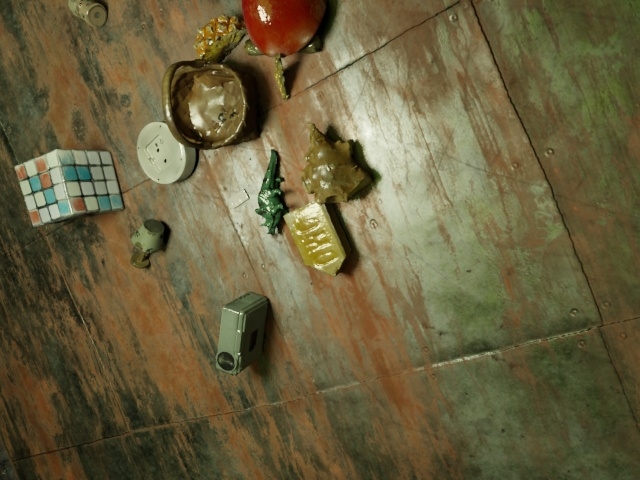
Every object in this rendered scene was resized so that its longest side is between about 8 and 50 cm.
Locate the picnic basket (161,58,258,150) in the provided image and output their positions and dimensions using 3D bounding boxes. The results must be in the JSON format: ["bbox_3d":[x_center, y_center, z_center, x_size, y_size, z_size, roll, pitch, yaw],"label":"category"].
[{"bbox_3d":[-0.397,-0.443,1.499,0.338,0.337,0.292,2,101,23],"label":"picnic basket"}]

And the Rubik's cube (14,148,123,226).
[{"bbox_3d":[-0.992,-0.213,1.833,0.254,0.256,0.258,-9,97,25],"label":"Rubik's cube"}]

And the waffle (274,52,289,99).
[{"bbox_3d":[-0.123,-0.521,1.464,0.024,0.153,0.097,-21,88,-8],"label":"waffle"}]

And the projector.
[{"bbox_3d":[-0.280,0.337,1.667,0.099,0.192,0.256,15,105,21],"label":"projector"}]

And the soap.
[{"bbox_3d":[0.000,0.000,1.542,0.160,0.080,0.257,-25,89,26],"label":"soap"}]

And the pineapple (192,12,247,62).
[{"bbox_3d":[-0.355,-0.672,1.535,0.233,0.135,0.079,-31,86,27],"label":"pineapple"}]

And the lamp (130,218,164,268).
[{"bbox_3d":[-0.695,0.018,1.828,0.121,0.121,0.214,44,123,10],"label":"lamp"}]

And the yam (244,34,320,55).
[{"bbox_3d":[-0.125,-0.631,1.485,0.253,0.061,0.061,6,103,21],"label":"yam"}]

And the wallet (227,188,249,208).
[{"bbox_3d":[-0.300,-0.152,1.680,0.083,0.011,0.044,-29,88,25],"label":"wallet"}]

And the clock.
[{"bbox_3d":[-0.577,-0.329,1.720,0.231,0.083,0.230,8,108,25],"label":"clock"}]

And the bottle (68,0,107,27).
[{"bbox_3d":[-0.900,-0.888,1.752,0.152,0.099,0.098,36,112,17],"label":"bottle"}]

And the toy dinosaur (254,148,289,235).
[{"bbox_3d":[-0.157,-0.161,1.582,0.120,0.079,0.291,16,103,18],"label":"toy dinosaur"}]

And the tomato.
[{"bbox_3d":[-0.143,-0.727,1.382,0.309,0.170,0.308,-5,78,22],"label":"tomato"}]

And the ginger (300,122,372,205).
[{"bbox_3d":[0.023,-0.243,1.462,0.219,0.123,0.270,-33,80,6],"label":"ginger"}]

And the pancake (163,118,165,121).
[{"bbox_3d":[-0.553,-0.428,1.736,0.115,0.011,0.114,4,101,21],"label":"pancake"}]
